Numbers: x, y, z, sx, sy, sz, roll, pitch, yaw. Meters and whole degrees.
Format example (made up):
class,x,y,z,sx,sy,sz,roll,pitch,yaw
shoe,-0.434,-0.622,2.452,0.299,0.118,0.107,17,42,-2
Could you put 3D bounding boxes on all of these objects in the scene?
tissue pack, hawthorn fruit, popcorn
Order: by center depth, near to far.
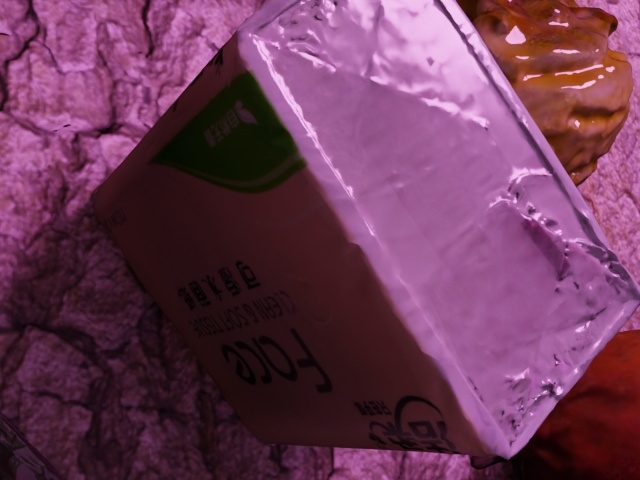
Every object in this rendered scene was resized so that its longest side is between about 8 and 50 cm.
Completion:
class,x,y,z,sx,sy,sz,roll,pitch,yaw
tissue pack,0.000,0.000,0.723,0.205,0.405,0.331,-38,97,-27
hawthorn fruit,0.370,0.234,0.939,0.325,0.308,0.308,40,62,-3
popcorn,0.204,-0.167,0.971,0.293,0.237,0.293,3,38,-2

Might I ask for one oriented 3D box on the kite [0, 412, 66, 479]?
class,x,y,z,sx,sy,sz,roll,pitch,yaw
kite,-0.271,0.288,0.727,0.268,0.013,0.323,10,72,-27
